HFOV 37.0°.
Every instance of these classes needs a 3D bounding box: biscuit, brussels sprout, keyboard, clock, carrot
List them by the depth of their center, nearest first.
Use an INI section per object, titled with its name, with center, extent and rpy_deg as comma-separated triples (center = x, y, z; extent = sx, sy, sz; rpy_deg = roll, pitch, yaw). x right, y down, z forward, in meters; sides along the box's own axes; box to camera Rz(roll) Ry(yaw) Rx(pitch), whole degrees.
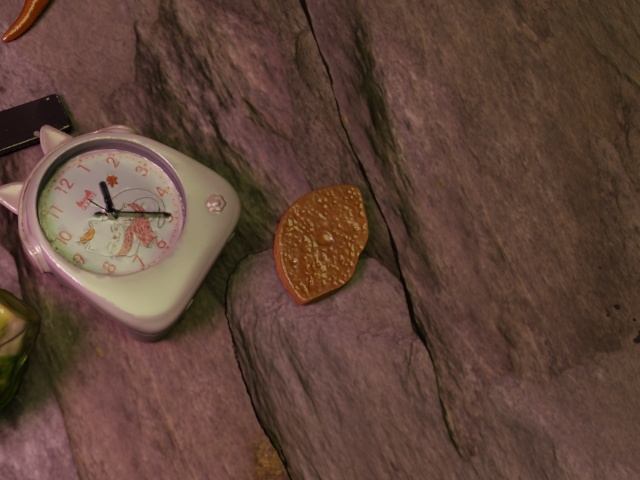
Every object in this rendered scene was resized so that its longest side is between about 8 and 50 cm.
[brussels sprout]
center = -0.468, 0.152, 1.226
extent = 0.161, 0.223, 0.223
rpy_deg = 30, 65, 14
[clock]
center = -0.299, -0.032, 1.390
extent = 0.324, 0.108, 0.265
rpy_deg = 32, 67, -2
[keyboard]
center = -0.490, -0.155, 1.429
extent = 0.231, 0.023, 0.072
rpy_deg = -24, 72, -22
[biscuit]
center = 0.000, 0.000, 1.504
extent = 0.142, 0.029, 0.220
rpy_deg = 24, 67, -8
[carrot]
center = -0.457, -0.366, 1.508
extent = 0.035, 0.035, 0.142
rpy_deg = 28, 70, -5
